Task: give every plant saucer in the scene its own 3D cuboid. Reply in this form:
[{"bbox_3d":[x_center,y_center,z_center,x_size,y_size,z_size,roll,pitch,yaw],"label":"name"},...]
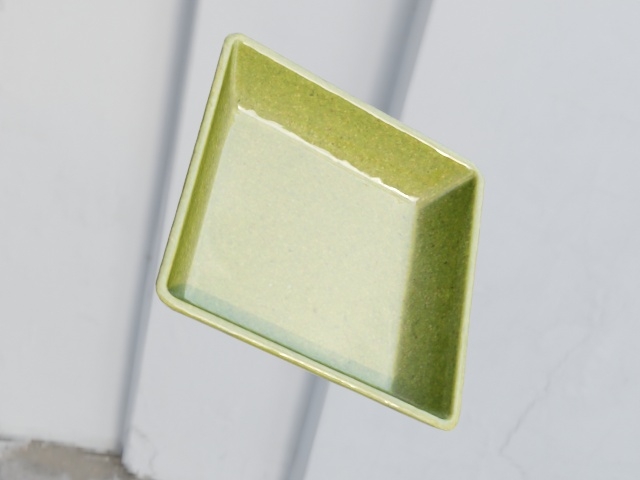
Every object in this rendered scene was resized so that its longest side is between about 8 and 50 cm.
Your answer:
[{"bbox_3d":[0.000,0.000,0.701,0.188,0.045,0.188,27,52,-21],"label":"plant saucer"}]
